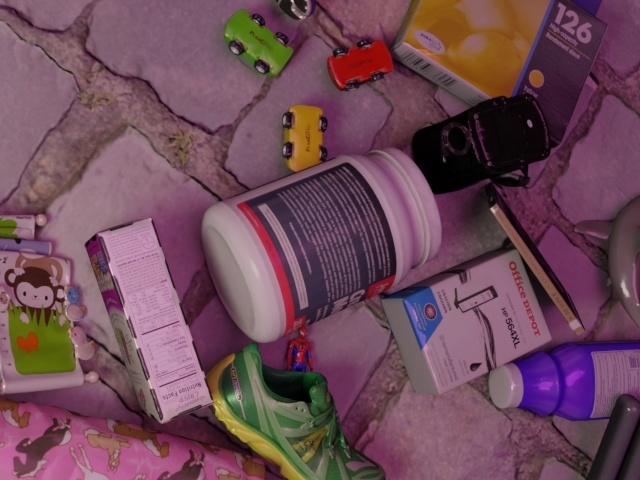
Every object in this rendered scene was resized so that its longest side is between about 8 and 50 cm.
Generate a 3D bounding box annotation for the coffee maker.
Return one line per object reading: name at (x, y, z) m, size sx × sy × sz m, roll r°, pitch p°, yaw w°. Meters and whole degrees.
coffee maker at (0.203, -0.136, 1.288) m, size 0.171 × 0.178 × 0.120 m, roll 9°, pitch 79°, yaw -22°

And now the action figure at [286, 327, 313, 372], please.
action figure at (-0.030, 0.176, 1.250) m, size 0.038 × 0.030 × 0.115 m, roll 8°, pitch 80°, yaw -15°

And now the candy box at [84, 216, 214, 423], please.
candy box at (-0.213, 0.097, 1.118) m, size 0.071 × 0.159 × 0.234 m, roll -18°, pitch 92°, yaw -20°

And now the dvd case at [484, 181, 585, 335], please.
dvd case at (0.308, 0.022, 1.330) m, size 0.018 × 0.164 × 0.221 m, roll -35°, pitch 98°, yaw 14°

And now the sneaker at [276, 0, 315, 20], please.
sneaker at (-0.031, -0.385, 1.273) m, size 0.071 × 0.068 × 0.170 m, roll -2°, pitch 67°, yaw -31°

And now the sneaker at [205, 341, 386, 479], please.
sneaker at (-0.014, 0.242, 1.182) m, size 0.295 × 0.109 × 0.123 m, roll 40°, pitch 95°, yaw -20°

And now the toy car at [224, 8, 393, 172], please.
toy car at (-0.040, -0.233, 1.274) m, size 0.225 × 0.053 × 0.239 m, roll 37°, pitch 72°, yaw -13°

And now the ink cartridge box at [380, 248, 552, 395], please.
ink cartridge box at (0.210, 0.114, 1.315) m, size 0.203 × 0.086 × 0.148 m, roll -22°, pitch 92°, yaw -21°

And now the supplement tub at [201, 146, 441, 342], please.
supplement tub at (0.000, 0.000, 1.191) m, size 0.272 × 0.191 × 0.191 m, roll -22°, pitch 93°, yaw -21°

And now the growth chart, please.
growth chart at (-0.358, 0.073, 1.102) m, size 0.172 × 0.021 × 0.237 m, roll -10°, pitch 80°, yaw -51°

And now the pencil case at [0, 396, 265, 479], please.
pencil case at (-0.258, 0.296, 1.081) m, size 0.386 × 0.160 × 0.167 m, roll 19°, pitch 71°, yaw -18°

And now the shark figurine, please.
shark figurine at (0.495, 0.042, 1.401) m, size 0.166 × 0.116 × 0.278 m, roll 3°, pitch 72°, yaw -17°

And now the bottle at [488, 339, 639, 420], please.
bottle at (0.390, 0.211, 1.368) m, size 0.282 × 0.092 × 0.118 m, roll 0°, pitch 91°, yaw -20°

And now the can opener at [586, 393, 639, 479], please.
can opener at (0.436, 0.363, 1.339) m, size 0.074 × 0.093 × 0.280 m, roll 11°, pitch 103°, yaw -10°

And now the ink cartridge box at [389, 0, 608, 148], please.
ink cartridge box at (0.292, -0.343, 1.405) m, size 0.303 × 0.072 × 0.307 m, roll 28°, pitch 78°, yaw -16°
